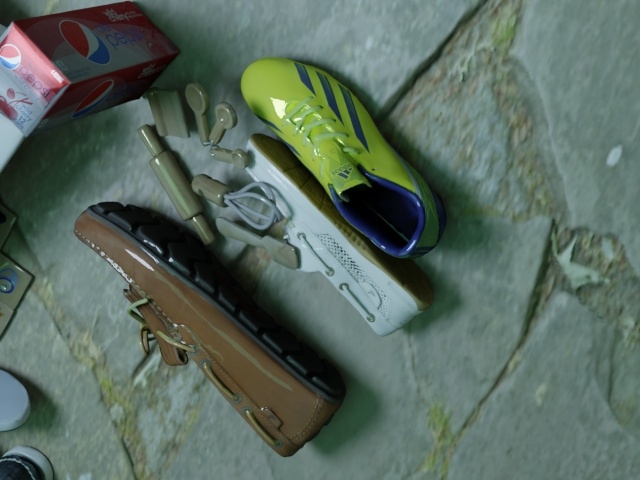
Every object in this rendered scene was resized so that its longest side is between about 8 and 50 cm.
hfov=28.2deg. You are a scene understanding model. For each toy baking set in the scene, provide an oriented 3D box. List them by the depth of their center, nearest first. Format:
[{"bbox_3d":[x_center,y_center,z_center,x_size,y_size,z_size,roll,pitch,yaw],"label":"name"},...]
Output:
[{"bbox_3d":[-0.124,-0.066,1.447,0.197,0.030,0.256,-18,102,58],"label":"toy baking set"}]

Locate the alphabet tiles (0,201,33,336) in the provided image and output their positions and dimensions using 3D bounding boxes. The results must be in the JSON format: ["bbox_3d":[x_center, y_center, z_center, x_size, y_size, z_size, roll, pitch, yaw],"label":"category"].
[{"bbox_3d":[-0.537,0.049,1.688,0.285,0.011,0.342,37,114,6],"label":"alphabet tiles"}]

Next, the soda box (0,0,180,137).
[{"bbox_3d":[-0.257,-0.192,1.380,0.092,0.263,0.083,46,114,2],"label":"soda box"}]

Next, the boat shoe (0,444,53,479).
[{"bbox_3d":[-0.448,0.418,1.718,0.114,0.091,0.302,20,111,13],"label":"boat shoe"}]

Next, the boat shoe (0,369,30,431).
[{"bbox_3d":[-0.492,0.210,1.675,0.258,0.095,0.084,13,138,18],"label":"boat shoe"}]

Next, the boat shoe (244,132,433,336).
[{"bbox_3d":[0.000,0.000,1.436,0.277,0.098,0.096,46,114,1],"label":"boat shoe"}]

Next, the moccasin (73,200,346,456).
[{"bbox_3d":[-0.147,0.103,1.507,0.380,0.139,0.147,41,106,-6],"label":"moccasin"}]

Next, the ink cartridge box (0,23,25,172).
[{"bbox_3d":[-0.527,-0.111,1.482,0.279,0.160,0.384,34,120,-17],"label":"ink cartridge box"}]

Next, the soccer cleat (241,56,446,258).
[{"bbox_3d":[0.022,-0.094,1.388,0.289,0.121,0.093,44,115,3],"label":"soccer cleat"}]
